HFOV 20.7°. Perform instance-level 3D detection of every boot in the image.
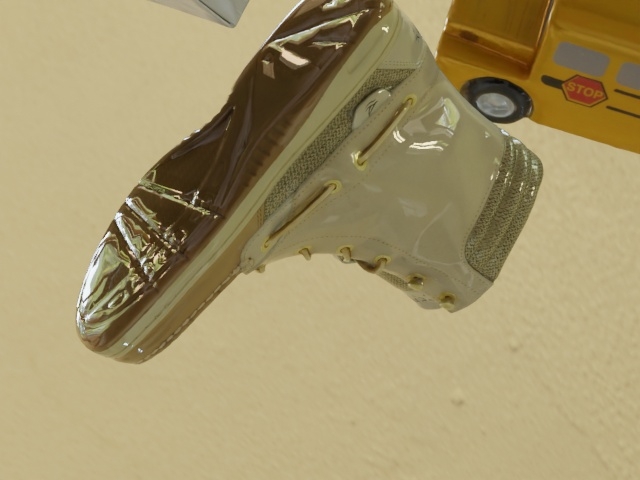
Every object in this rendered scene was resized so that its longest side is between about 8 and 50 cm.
[{"bbox_3d":[0.000,0.000,1.032,0.262,0.203,0.095,-51,-141,-2],"label":"boot"}]

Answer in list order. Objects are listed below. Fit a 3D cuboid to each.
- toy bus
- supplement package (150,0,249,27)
[{"bbox_3d":[0.253,-0.128,1.254,0.332,0.130,0.108,17,-121,3],"label":"toy bus"},{"bbox_3d":[-0.093,-0.228,0.746,0.194,0.149,0.203,24,-97,41],"label":"supplement package"}]
